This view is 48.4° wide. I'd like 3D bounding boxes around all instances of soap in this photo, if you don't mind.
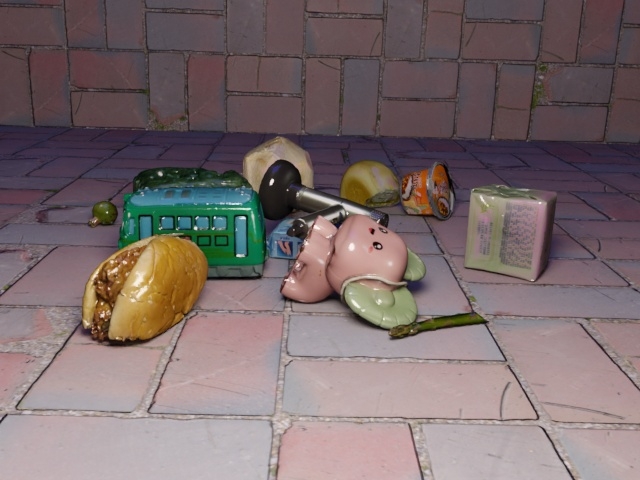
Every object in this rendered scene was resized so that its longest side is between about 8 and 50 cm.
[{"bbox_3d":[0.457,-0.026,1.712,0.182,0.200,0.138,11,16,29],"label":"soap"},{"bbox_3d":[0.000,0.000,1.786,0.293,0.077,0.156,5,18,15],"label":"soap"}]

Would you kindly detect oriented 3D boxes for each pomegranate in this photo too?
[{"bbox_3d":[-0.602,-0.069,1.981,0.073,0.073,0.085,4,53,8],"label":"pomegranate"}]

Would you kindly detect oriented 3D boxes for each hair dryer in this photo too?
[{"bbox_3d":[-0.034,-0.092,1.666,0.320,0.156,0.284,21,6,33],"label":"hair dryer"}]

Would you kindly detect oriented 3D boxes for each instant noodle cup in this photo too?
[{"bbox_3d":[0.318,-0.147,2.177,0.125,0.178,0.208,-4,-26,32],"label":"instant noodle cup"}]

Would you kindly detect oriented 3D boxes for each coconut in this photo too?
[{"bbox_3d":[-0.136,-0.207,2.188,0.226,0.231,0.227,0,17,0],"label":"coconut"}]

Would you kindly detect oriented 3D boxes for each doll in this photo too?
[{"bbox_3d":[0.081,0.065,1.465,0.268,0.216,0.284,27,36,0],"label":"doll"}]

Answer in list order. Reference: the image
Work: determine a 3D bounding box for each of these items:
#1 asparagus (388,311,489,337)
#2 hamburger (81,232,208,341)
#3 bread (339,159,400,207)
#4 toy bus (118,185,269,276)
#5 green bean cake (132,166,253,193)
[{"bbox_3d":[0.225,0.161,1.367,0.235,0.027,0.034,-6,8,-25],"label":"asparagus"},{"bbox_3d":[-0.331,0.079,1.354,0.155,0.245,0.282,12,63,15],"label":"hamburger"},{"bbox_3d":[0.167,-0.182,2.266,0.158,0.156,0.260,-10,21,-29],"label":"bread"},{"bbox_3d":[-0.291,-0.022,1.627,0.343,0.200,0.183,-1,18,-4],"label":"toy bus"},{"bbox_3d":[-0.353,-0.112,1.967,0.300,0.169,0.308,-5,17,-20],"label":"green bean cake"}]
